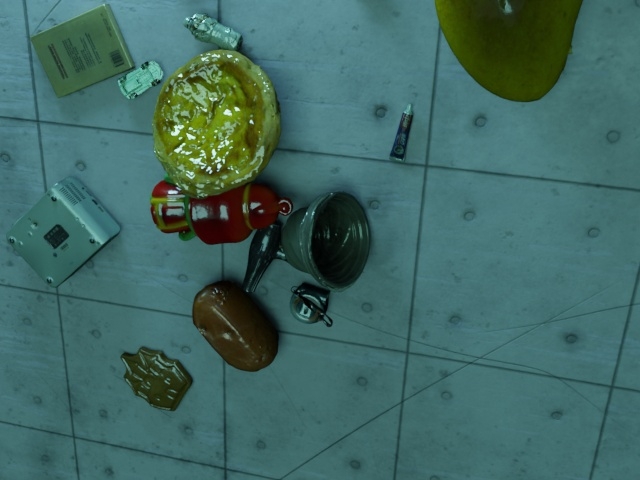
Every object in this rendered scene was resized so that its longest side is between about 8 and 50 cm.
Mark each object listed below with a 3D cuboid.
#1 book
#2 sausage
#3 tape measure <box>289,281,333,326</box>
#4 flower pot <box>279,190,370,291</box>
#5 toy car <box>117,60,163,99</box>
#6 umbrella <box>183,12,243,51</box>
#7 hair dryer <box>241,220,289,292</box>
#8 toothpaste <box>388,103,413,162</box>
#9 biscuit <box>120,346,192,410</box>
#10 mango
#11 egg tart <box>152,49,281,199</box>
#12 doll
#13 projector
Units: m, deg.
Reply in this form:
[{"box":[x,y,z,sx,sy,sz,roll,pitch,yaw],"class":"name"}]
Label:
[{"box":[-0.572,-0.452,1.804,0.230,0.026,0.161,-15,107,20],"class":"book"},{"box":[-0.216,0.224,1.932,0.153,0.141,0.268,-35,101,26],"class":"sausage"},{"box":[-0.029,0.182,1.852,0.104,0.180,0.107,10,115,-7],"class":"tape measure"},{"box":[0.000,0.000,1.755,0.140,0.235,0.236,-1,114,39],"class":"flower pot"},{"box":[-0.428,-0.384,1.789,0.122,0.035,0.059,-27,103,15],"class":"toy car"},{"box":[-0.244,-0.470,1.692,0.143,0.062,0.067,22,147,4],"class":"umbrella"},{"box":[-0.079,0.068,1.858,0.219,0.075,0.196,23,108,5],"class":"hair dryer"},{"box":[0.187,-0.241,1.690,0.037,0.021,0.140,17,118,10],"class":"toothpaste"},{"box":[-0.480,0.389,2.134,0.215,0.034,0.182,33,117,0],"class":"biscuit"},{"box":[0.371,-0.480,1.438,0.301,0.221,0.445,-13,118,14],"class":"mango"},{"box":[-0.229,-0.261,1.703,0.341,0.129,0.341,-1,88,16],"class":"egg tart"},{"box":[-0.238,-0.079,1.797,0.362,0.160,0.183,-1,109,15],"class":"doll"},{"box":[-0.681,-0.019,1.973,0.250,0.108,0.198,-36,98,26],"class":"projector"}]
